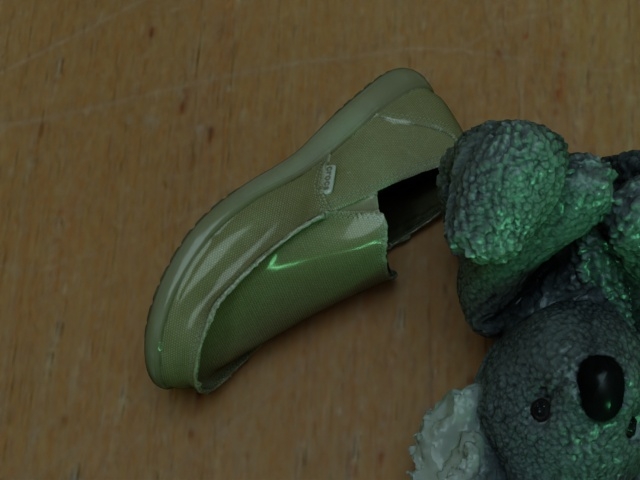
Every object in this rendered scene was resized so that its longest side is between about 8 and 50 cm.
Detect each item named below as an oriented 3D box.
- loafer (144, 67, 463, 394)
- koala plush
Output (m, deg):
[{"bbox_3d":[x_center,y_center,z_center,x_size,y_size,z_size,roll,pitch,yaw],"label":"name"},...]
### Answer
[{"bbox_3d":[0.000,0.000,0.925,0.092,0.102,0.268,36,71,25],"label":"loafer"},{"bbox_3d":[0.147,0.059,0.863,0.196,0.203,0.221,4,83,-10],"label":"koala plush"}]
